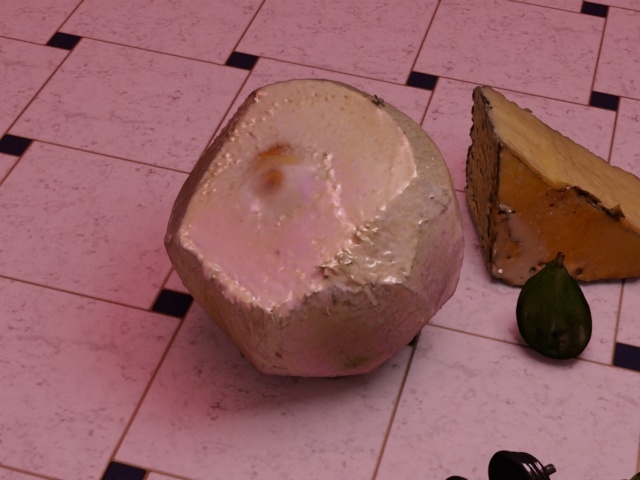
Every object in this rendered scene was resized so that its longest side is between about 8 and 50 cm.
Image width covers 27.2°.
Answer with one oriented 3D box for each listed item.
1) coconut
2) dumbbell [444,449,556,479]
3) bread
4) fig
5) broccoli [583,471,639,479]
[{"bbox_3d":[0.000,0.000,1.805,0.405,0.404,0.404,3,40,-2],"label":"coconut"},{"bbox_3d":[0.208,0.319,1.619,0.208,0.099,0.099,-21,46,-29],"label":"dumbbell"},{"bbox_3d":[0.383,-0.097,2.013,0.315,0.279,0.248,-11,34,0],"label":"bread"},{"bbox_3d":[0.324,0.084,1.855,0.117,0.177,0.117,-10,44,10],"label":"fig"},{"bbox_3d":[0.366,0.311,1.583,0.304,0.165,0.145,-3,55,-17],"label":"broccoli"}]
